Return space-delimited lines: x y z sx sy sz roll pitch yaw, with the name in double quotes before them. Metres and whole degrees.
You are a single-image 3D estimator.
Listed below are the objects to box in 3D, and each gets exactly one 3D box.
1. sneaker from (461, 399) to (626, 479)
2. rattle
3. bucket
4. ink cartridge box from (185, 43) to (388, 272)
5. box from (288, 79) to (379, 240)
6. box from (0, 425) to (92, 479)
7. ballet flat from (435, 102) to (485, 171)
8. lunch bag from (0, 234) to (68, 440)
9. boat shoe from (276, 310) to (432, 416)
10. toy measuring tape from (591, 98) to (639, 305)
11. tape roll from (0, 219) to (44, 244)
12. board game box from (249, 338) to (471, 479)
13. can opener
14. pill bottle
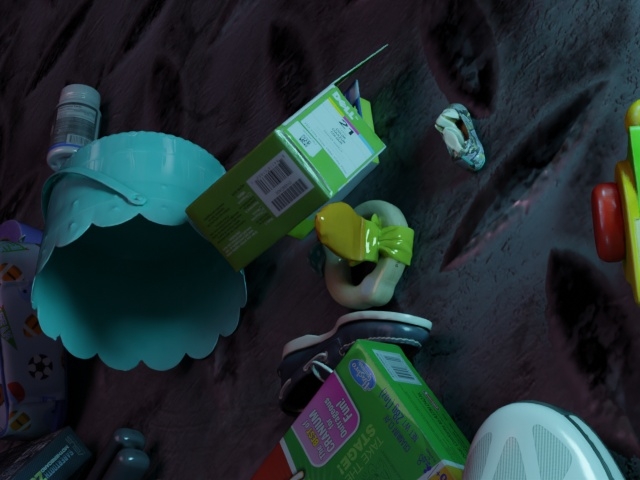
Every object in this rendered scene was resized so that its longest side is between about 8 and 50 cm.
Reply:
"sneaker" 0.135 0.302 1.228 0.169 0.257 0.447 -18 56 30
"rattle" 0.000 0.000 1.806 0.200 0.143 0.130 30 114 54
"bucket" -0.226 0.010 2.039 0.281 0.281 0.183 -45 33 33
"ink cartridge box" -0.009 -0.098 1.845 0.189 0.097 0.255 -37 4 43
"box" 0.009 -0.096 1.944 0.178 0.042 0.109 -44 37 34
"box" -0.441 0.352 2.248 0.233 0.059 0.183 -26 14 51
"ballet flat" 0.145 -0.118 1.747 0.041 0.041 0.114 -52 33 24
"lunch bag" -0.452 0.141 2.375 0.243 0.115 0.303 168 101 -64
"boat shoe" 0.029 0.132 1.706 0.254 0.095 0.079 -22 50 52
"toy measuring tape" 0.292 0.043 1.366 0.121 0.121 0.330 -20 72 52
"tape roll" -0.488 0.068 2.589 0.189 0.080 0.189 -37 40 40
"board game box" 0.026 0.292 1.570 0.316 0.064 0.242 -54 49 21
"can opener" -0.321 0.356 2.107 0.283 0.095 0.076 -58 31 28
"pill bottle" -0.392 -0.178 2.603 0.078 0.078 0.137 -33 43 44
